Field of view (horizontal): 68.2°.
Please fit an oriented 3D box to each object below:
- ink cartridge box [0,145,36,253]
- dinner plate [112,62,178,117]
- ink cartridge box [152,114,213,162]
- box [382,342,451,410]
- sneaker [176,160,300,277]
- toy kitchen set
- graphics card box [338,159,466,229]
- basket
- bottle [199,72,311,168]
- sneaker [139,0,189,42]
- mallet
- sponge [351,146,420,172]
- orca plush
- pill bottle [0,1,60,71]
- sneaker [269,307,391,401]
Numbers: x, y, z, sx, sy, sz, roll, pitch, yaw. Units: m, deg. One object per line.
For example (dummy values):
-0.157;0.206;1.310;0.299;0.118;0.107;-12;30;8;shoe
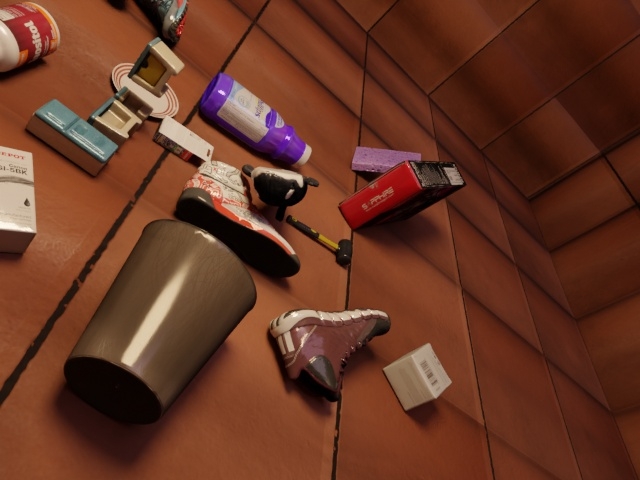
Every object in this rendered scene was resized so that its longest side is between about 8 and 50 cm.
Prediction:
-0.429;-0.058;0.607;0.099;0.056;0.135;9;53;-46;ink cartridge box
-0.358;-0.303;0.968;0.141;0.017;0.141;32;36;-28;dinner plate
-0.276;-0.197;0.958;0.115;0.029;0.062;33;37;-29;ink cartridge box
0.212;0.297;1.035;0.102;0.087;0.101;-9;66;-55;box
-0.139;-0.048;0.928;0.270;0.090;0.145;34;39;-22;sneaker
-0.347;-0.245;0.787;0.122;0.166;0.207;38;35;-22;toy kitchen set
0.247;-0.134;1.360;0.371;0.233;0.094;-14;74;-56;graphics card box
-0.212;0.112;0.636;0.204;0.154;0.227;44;37;-17;basket
-0.147;-0.275;1.133;0.283;0.092;0.118;33;36;-28;bottle
-0.393;-0.572;1.138;0.125;0.104;0.261;4;49;-28;sneaker
0.000;0.000;1.113;0.190;0.039;0.062;26;43;-28;mallet
0.209;-0.250;1.492;0.210;0.031;0.117;8;36;7;sponge
-0.094;-0.094;0.966;0.151;0.102;0.287;10;9;-15;orca plush
-0.496;-0.319;0.748;0.086;0.086;0.152;42;35;-16;pill bottle
0.036;0.219;0.896;0.281;0.106;0.162;5;59;-36;sneaker
